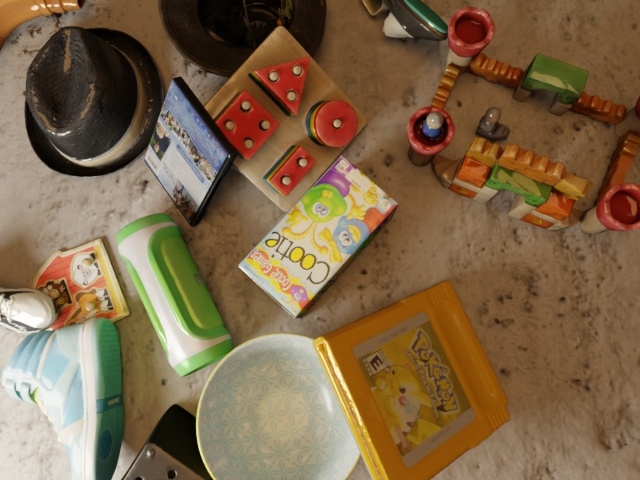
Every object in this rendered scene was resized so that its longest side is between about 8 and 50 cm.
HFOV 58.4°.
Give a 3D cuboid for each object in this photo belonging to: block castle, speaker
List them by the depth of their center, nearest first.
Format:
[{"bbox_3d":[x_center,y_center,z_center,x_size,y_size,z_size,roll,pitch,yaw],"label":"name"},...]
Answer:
[{"bbox_3d":[0.405,-0.214,1.065,0.453,0.213,0.303,23,83,5],"label":"block castle"},{"bbox_3d":[-0.278,0.101,1.090,0.131,0.131,0.296,-27,81,-2],"label":"speaker"}]

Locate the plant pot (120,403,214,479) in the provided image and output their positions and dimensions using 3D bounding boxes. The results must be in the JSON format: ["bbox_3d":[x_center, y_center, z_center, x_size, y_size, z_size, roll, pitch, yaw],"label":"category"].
[{"bbox_3d":[-0.261,0.430,1.019,0.187,0.167,0.188,32,83,6],"label":"plant pot"}]

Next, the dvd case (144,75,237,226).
[{"bbox_3d":[-0.254,-0.158,1.085,0.022,0.253,0.180,-31,80,-39],"label":"dvd case"}]

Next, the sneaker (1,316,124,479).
[{"bbox_3d":[-0.489,0.313,1.072,0.208,0.127,0.319,-6,74,2],"label":"sneaker"}]

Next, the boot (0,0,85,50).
[{"bbox_3d":[-0.616,-0.499,1.222,0.220,0.109,0.283,7,74,0],"label":"boot"}]

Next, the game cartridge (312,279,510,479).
[{"bbox_3d":[0.175,0.245,1.001,0.323,0.052,0.285,-19,80,-34],"label":"game cartridge"}]

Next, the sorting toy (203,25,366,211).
[{"bbox_3d":[-0.063,-0.227,1.091,0.257,0.089,0.255,43,84,-22],"label":"sorting toy"}]

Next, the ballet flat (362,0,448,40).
[{"bbox_3d":[0.155,-0.486,1.182,0.096,0.095,0.280,-48,66,39],"label":"ballet flat"}]

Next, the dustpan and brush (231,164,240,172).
[{"bbox_3d":[-0.160,-0.169,1.159,0.211,0.060,0.147,-31,81,-2],"label":"dustpan and brush"}]

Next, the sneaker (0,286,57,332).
[{"bbox_3d":[-0.635,0.123,1.078,0.235,0.153,0.094,20,92,11],"label":"sneaker"}]

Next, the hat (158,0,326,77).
[{"bbox_3d":[-0.158,-0.456,1.169,0.331,0.134,0.331,1,85,-14],"label":"hat"}]

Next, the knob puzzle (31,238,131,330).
[{"bbox_3d":[-0.503,0.109,1.148,0.213,0.030,0.213,0,82,3],"label":"knob puzzle"}]

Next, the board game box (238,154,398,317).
[{"bbox_3d":[0.000,0.000,1.085,0.142,0.144,0.275,42,86,7],"label":"board game box"}]

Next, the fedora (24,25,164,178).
[{"bbox_3d":[-0.480,-0.299,1.148,0.334,0.152,0.334,0,81,2],"label":"fedora"}]

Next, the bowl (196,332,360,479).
[{"bbox_3d":[-0.067,0.314,1.028,0.289,0.156,0.289,0,79,-2],"label":"bowl"}]
